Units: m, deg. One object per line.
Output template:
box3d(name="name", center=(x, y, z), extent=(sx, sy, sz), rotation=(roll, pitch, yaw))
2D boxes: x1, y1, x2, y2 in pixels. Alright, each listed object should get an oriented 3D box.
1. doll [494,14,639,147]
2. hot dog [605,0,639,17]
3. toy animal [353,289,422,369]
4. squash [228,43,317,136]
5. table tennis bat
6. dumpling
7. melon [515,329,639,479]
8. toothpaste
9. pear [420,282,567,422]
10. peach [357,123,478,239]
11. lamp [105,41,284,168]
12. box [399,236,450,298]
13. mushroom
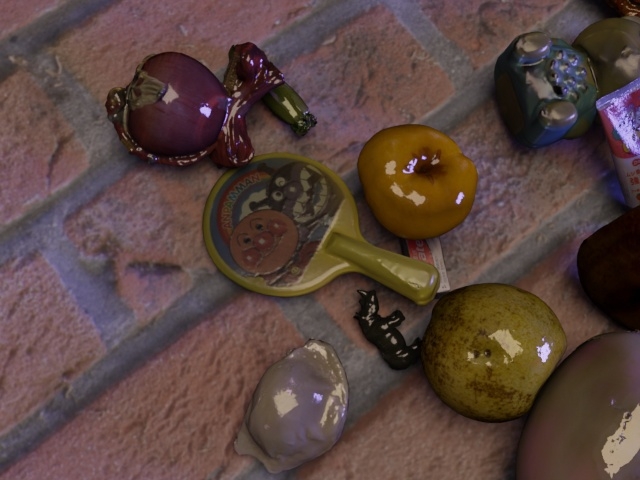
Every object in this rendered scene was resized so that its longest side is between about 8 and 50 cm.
box3d(name="doll", center=(0.411, -0.244, 1.400), extent=(0.261, 0.161, 0.177), rotation=(-16, 78, -10))
box3d(name="hot dog", center=(0.550, -0.380, 1.463), extent=(0.349, 0.158, 0.117), rotation=(36, 92, 1))
box3d(name="toy animal", center=(0.094, 0.126, 1.326), extent=(0.065, 0.047, 0.135), rotation=(-37, 87, -6))
box3d(name="squash", center=(-0.075, -0.234, 1.407), extent=(0.052, 0.052, 0.183), rotation=(-42, 82, -15))
box3d(name="table tennis bat", center=(0.000, 0.000, 1.331), extent=(0.369, 0.054, 0.224), rotation=(24, 72, 11))
box3d(name="dumpling", center=(-0.032, 0.235, 1.253), extent=(0.136, 0.118, 0.199), rotation=(41, 96, 8))
box3d(name="melon", center=(0.390, 0.266, 1.225), extent=(0.223, 0.223, 0.317), rotation=(31, 78, 3))
box3d(name="toothpaste", center=(0.469, -0.125, 1.363), extent=(0.089, 0.057, 0.234), rotation=(-29, 117, -11))
box3d(name="pear", center=(0.229, 0.147, 1.258), extent=(0.197, 0.197, 0.197), rotation=(1, 74, -5))
box3d(name="peach", center=(0.140, -0.088, 1.311), extent=(0.179, 0.103, 0.179), rotation=(5, 65, -12))
box3d(name="lamp", center=(-0.193, -0.208, 1.341), extent=(0.223, 0.151, 0.215), rotation=(13, 102, -34))
box3d(name="box", center=(0.146, -0.019, 1.375), extent=(0.055, 0.039, 0.218), rotation=(-7, 75, -9))
box3d(name="mushroom", center=(0.528, 0.041, 1.296), extent=(0.255, 0.267, 0.267), rotation=(-29, 79, -22))
